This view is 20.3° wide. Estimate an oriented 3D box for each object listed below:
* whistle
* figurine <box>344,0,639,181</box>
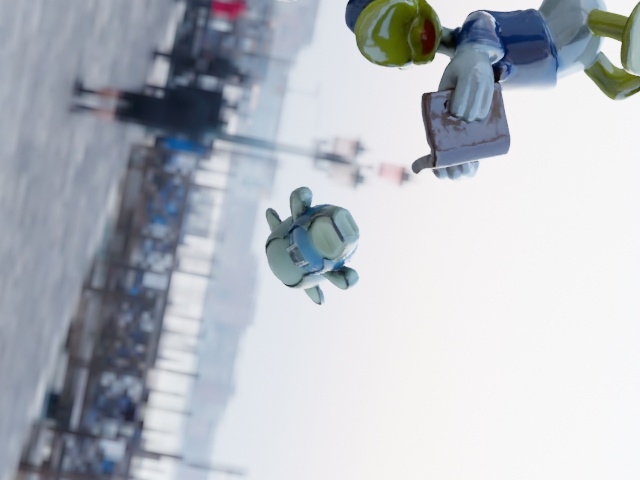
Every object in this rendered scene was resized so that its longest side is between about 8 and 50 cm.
[{"bbox_3d":[0.000,0.000,1.737,0.114,0.077,0.235,62,-17,2],"label":"whistle"},{"bbox_3d":[0.157,-0.166,1.798,0.283,0.338,0.204,-50,146,-26],"label":"figurine"}]
